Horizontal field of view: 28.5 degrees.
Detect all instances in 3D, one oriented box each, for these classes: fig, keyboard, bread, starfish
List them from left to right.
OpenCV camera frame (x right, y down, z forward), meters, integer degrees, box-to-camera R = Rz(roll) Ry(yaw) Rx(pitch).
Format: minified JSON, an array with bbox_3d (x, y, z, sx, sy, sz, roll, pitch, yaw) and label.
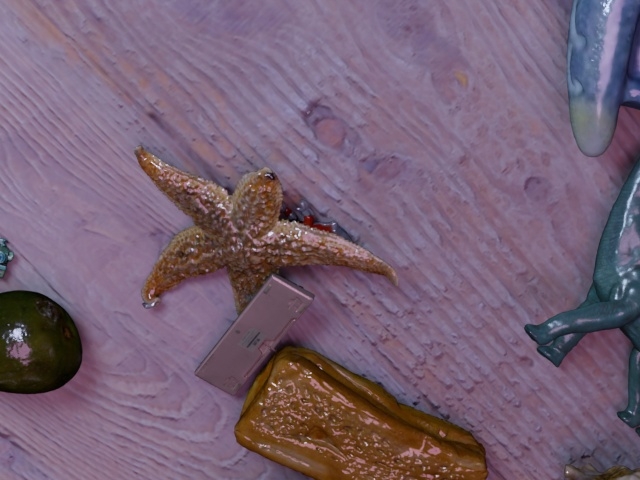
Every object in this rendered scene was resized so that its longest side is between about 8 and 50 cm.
[{"bbox_3d":[-0.333,0.107,1.284,0.177,0.117,0.117,-6,112,20],"label":"fig"},{"bbox_3d":[-0.072,0.018,1.288,0.295,0.048,0.231,21,123,-7],"label":"starfish"},{"bbox_3d":[-0.068,0.098,1.310,0.055,0.017,0.166,31,124,-12],"label":"keyboard"},{"bbox_3d":[0.044,0.222,1.367,0.271,0.077,0.139,27,109,-12],"label":"bread"}]

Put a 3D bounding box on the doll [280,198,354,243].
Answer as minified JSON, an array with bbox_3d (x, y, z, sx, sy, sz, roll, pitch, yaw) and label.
[{"bbox_3d":[0.000,0.000,1.304,0.114,0.039,0.057,26,83,-6],"label":"doll"}]

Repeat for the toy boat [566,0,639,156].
[{"bbox_3d":[0.352,-0.224,1.190,0.215,0.123,0.330,14,99,-4],"label":"toy boat"}]

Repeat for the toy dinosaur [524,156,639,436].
[{"bbox_3d":[0.400,0.046,1.338,0.383,0.129,0.331,40,92,-18],"label":"toy dinosaur"}]

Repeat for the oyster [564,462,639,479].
[{"bbox_3d":[0.396,0.368,1.397,0.133,0.198,0.337,-32,118,5],"label":"oyster"}]

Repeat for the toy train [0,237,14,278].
[{"bbox_3d":[-0.359,0.015,1.279,0.092,0.029,0.045,13,115,-11],"label":"toy train"}]
